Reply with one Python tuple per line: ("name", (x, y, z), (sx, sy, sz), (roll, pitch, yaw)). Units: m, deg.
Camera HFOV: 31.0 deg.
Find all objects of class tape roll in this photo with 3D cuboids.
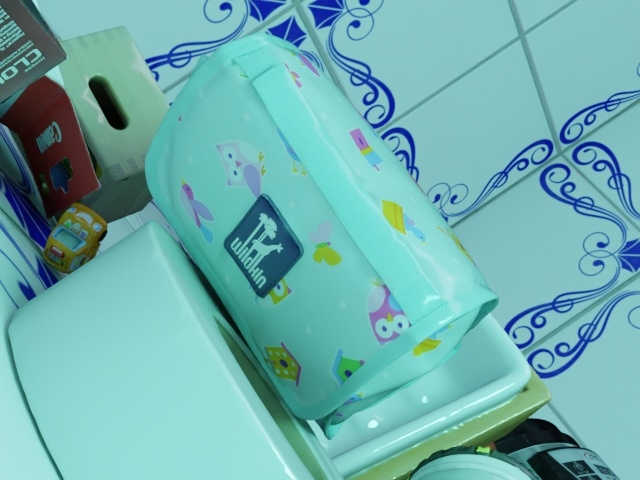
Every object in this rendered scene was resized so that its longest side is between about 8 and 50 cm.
("tape roll", (-0.062, 0.131, 0.694), (0.286, 0.100, 0.286), (55, -2, 3))

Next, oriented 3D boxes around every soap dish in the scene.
("soap dish", (0.020, 0.129, 1.032), (0.229, 0.290, 0.118), (54, -21, 35))

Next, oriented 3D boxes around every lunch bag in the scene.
("lunch bag", (0.000, 0.000, 0.771), (0.223, 0.160, 0.262), (57, -7, 12))

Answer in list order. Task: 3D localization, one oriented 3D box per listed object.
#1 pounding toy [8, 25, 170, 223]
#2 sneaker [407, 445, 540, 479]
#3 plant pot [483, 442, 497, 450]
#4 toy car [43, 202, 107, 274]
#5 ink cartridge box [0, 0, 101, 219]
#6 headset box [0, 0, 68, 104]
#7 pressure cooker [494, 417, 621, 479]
("pounding toy", (-0.229, -0.098, 1.022), (0.181, 0.094, 0.206), (61, -37, 7))
("sneaker", (0.110, 0.344, 0.803), (0.147, 0.145, 0.385), (-43, 121, -66))
("plant pot", (0.084, 0.261, 1.244), (0.272, 0.272, 0.265), (67, -3, -81))
("toy car", (-0.163, 0.033, 0.864), (0.122, 0.060, 0.040), (50, 30, 1))
("ink cartridge box", (-0.248, -0.128, 0.891), (0.181, 0.056, 0.225), (-15, -88, 64))
("headset box", (-0.276, -0.200, 0.653), (0.218, 0.110, 0.293), (55, -3, 20))
("pressure cooker", (0.275, 0.461, 1.651), (0.420, 0.375, 0.370), (54, -28, 40))
